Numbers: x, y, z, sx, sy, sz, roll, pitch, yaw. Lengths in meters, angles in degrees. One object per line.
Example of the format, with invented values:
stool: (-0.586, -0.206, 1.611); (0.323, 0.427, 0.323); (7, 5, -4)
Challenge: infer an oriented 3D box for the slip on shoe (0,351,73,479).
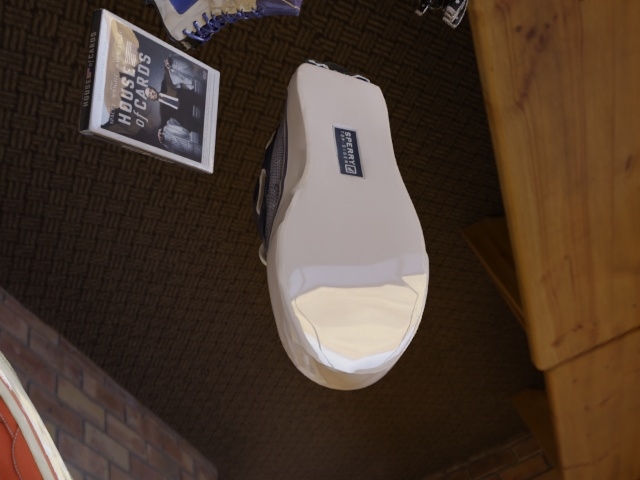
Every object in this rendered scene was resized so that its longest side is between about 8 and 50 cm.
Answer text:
slip on shoe: (-0.358, 0.213, 0.687); (0.101, 0.331, 0.123); (-27, 173, -26)

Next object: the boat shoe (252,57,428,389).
boat shoe: (0.000, 0.000, 0.562); (0.127, 0.340, 0.158); (14, 137, -13)

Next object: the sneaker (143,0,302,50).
sneaker: (-0.195, -0.435, 1.177); (0.316, 0.127, 0.182); (17, 99, 6)

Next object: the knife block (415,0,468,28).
knife block: (0.242, -0.497, 1.015); (0.088, 0.242, 0.275); (22, 134, 3)

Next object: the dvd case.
dvd case: (-0.247, -0.214, 0.952); (0.030, 0.179, 0.239); (-3, 169, 33)
